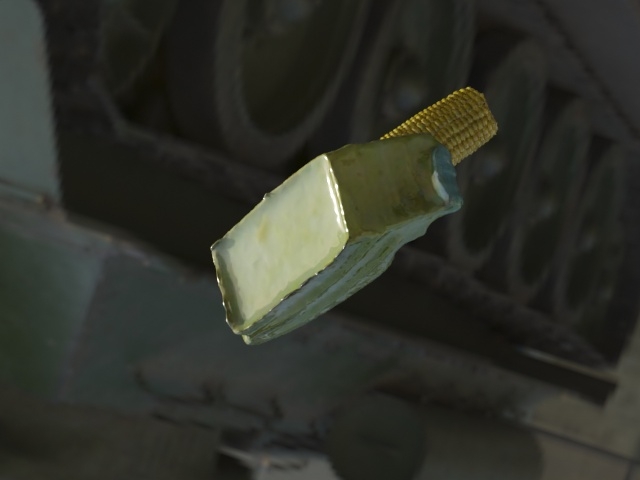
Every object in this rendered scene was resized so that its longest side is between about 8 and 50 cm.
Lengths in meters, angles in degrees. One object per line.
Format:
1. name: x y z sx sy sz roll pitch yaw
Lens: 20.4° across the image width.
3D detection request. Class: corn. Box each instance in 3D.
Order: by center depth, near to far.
1. corn: 0.110 -0.101 2.173 0.081 0.248 0.081 51 165 20

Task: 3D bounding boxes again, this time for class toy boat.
1. toy boat: -0.003 -0.001 1.538 0.084 0.111 0.276 6 150 -45
